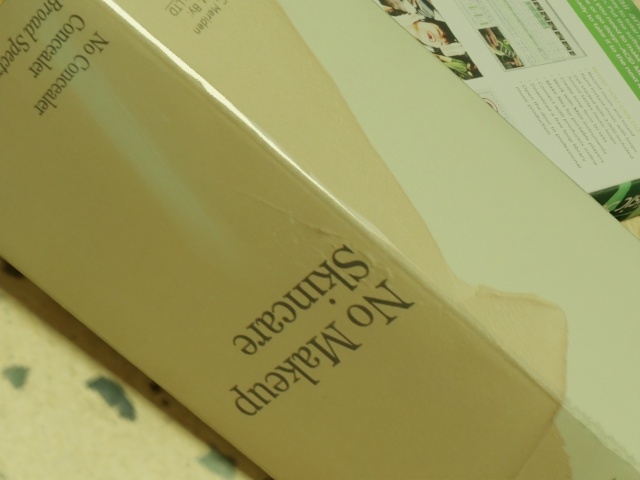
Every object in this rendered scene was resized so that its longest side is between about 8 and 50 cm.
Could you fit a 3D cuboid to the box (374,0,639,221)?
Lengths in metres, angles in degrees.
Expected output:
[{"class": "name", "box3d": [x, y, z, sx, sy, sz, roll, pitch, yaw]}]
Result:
[{"class": "box", "box3d": [0.077, -0.102, 0.866, 0.322, 0.058, 0.232, -16, 67, -42]}]

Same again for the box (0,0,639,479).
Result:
[{"class": "box", "box3d": [0.000, 0.000, 0.634, 0.311, 0.148, 0.121, 40, 41, -9]}]
